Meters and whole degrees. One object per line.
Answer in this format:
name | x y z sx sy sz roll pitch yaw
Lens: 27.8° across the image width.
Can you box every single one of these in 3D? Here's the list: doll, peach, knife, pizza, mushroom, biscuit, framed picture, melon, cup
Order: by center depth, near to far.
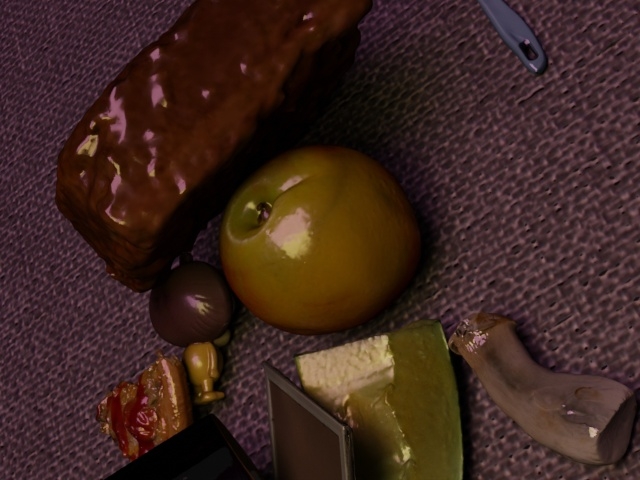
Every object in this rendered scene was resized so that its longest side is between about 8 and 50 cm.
mushroom | 0.220 0.149 1.318 0.223 0.081 0.092 34 112 44
framed picture | -0.009 0.258 1.361 0.274 0.017 0.217 -153 58 -68
melon | 0.061 0.251 1.374 0.196 0.124 0.323 -20 66 31
cup | -0.156 0.293 1.453 0.177 0.166 0.239 -37 9 -4
peach | 0.000 0.000 1.466 0.231 0.231 0.231 -16 62 33
biscuit | -0.128 -0.142 1.493 0.166 0.342 0.395 43 76 1
knife | 0.202 -0.308 1.567 0.044 0.019 0.313 -36 52 12
pizza | -0.234 0.229 1.635 0.199 0.062 0.188 -2 90 49
doll | -0.160 0.112 1.638 0.145 0.096 0.188 15 107 56
